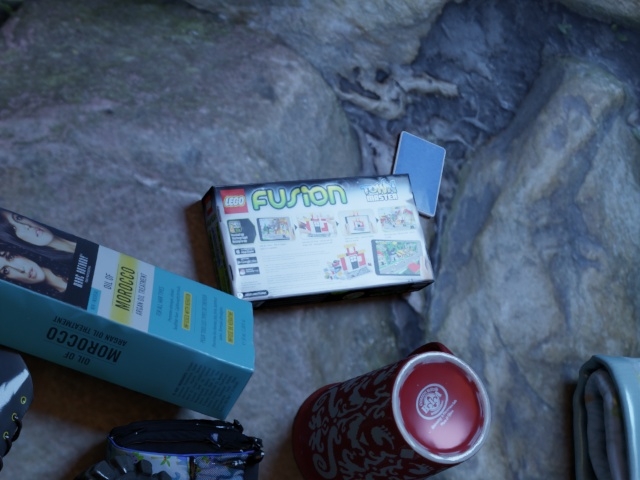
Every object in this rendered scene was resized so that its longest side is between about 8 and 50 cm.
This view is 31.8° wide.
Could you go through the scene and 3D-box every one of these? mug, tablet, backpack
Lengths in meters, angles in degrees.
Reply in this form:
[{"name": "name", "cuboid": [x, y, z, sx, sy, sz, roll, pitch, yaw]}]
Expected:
[{"name": "mug", "cuboid": [0.063, 0.141, 0.955, 0.113, 0.169, 0.150, 18, 64, -18]}, {"name": "tablet", "cuboid": [0.099, -0.068, 1.150, 0.054, 0.006, 0.083, 21, 62, -17]}, {"name": "backpack", "cuboid": [-0.113, 0.188, 0.891, 0.114, 0.105, 0.084, 5, 90, -17]}]

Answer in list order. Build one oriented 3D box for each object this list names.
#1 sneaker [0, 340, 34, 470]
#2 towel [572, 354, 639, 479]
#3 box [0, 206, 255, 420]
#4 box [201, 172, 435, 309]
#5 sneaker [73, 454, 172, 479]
[{"name": "sneaker", "cuboid": [-0.257, 0.173, 0.839, 0.118, 0.083, 0.222, -14, 80, -35]}, {"name": "towel", "cuboid": [0.404, 0.312, 1.107, 0.320, 0.090, 0.374, 12, 66, -24]}, {"name": "box", "cuboid": [-0.176, 0.057, 0.910, 0.244, 0.060, 0.100, 22, 27, -17]}, {"name": "box", "cuboid": [0.000, 0.000, 1.053, 0.207, 0.036, 0.114, -5, 73, -25]}, {"name": "sneaker", "cuboid": [-0.101, 0.311, 0.845, 0.343, 0.146, 0.134, 52, 23, -16]}]
